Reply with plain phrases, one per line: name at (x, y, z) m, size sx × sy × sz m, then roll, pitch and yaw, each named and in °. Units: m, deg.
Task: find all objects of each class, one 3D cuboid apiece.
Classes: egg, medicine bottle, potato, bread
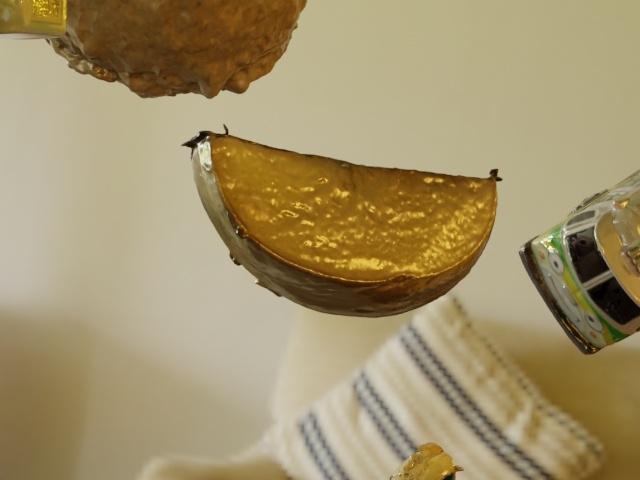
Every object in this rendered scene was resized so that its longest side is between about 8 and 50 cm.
egg at (-0.157, -0.273, 1.770) m, size 0.310 × 0.279 × 0.279 m, roll 43°, pitch 18°, yaw 20°
medicine bottle at (-0.230, -0.167, 1.302) m, size 0.074 × 0.055 × 0.118 m, roll 4°, pitch 5°, yaw 19°
potato at (0.000, 0.000, 1.293) m, size 0.243 × 0.098 × 0.138 m, roll 8°, pitch -19°, yaw -29°
bread at (0.096, 0.239, 1.841) m, size 0.053 × 0.072 × 0.106 m, roll 44°, pitch -15°, yaw 20°

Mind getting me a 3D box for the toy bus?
toy bus at (0.376, -0.021, 1.952) m, size 0.305 × 0.143 × 0.179 m, roll -32°, pitch 0°, yaw -18°
